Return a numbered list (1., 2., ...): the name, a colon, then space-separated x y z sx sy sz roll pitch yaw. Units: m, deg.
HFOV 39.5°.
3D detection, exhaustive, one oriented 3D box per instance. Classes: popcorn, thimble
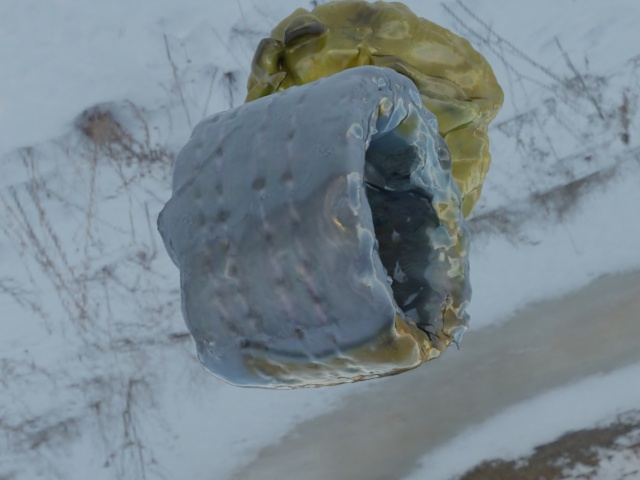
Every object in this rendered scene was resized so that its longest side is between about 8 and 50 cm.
1. popcorn: 0.051 -0.101 0.819 0.250 0.250 0.190 -23 -175 15
2. thimble: 0.001 -0.002 0.454 0.118 0.151 0.127 -12 170 29
